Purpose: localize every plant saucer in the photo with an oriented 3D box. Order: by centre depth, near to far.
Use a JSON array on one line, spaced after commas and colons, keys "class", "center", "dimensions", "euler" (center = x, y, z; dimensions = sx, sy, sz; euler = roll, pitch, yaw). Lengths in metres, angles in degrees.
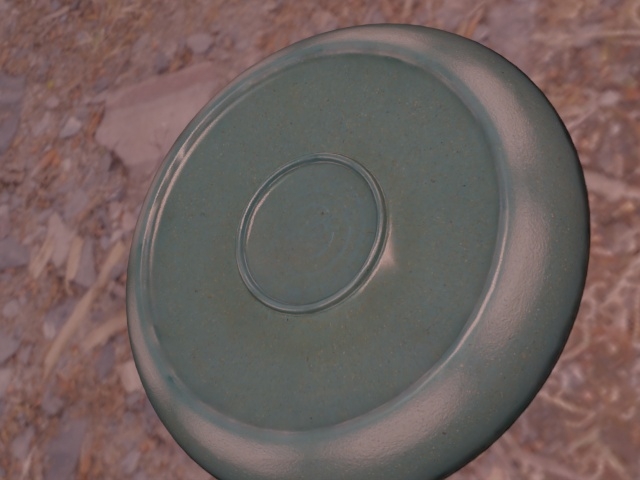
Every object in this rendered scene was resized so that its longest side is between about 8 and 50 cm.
[{"class": "plant saucer", "center": [0.000, 0.000, 0.594], "dimensions": [0.317, 0.043, 0.318], "euler": [-11, 66, 26]}]
